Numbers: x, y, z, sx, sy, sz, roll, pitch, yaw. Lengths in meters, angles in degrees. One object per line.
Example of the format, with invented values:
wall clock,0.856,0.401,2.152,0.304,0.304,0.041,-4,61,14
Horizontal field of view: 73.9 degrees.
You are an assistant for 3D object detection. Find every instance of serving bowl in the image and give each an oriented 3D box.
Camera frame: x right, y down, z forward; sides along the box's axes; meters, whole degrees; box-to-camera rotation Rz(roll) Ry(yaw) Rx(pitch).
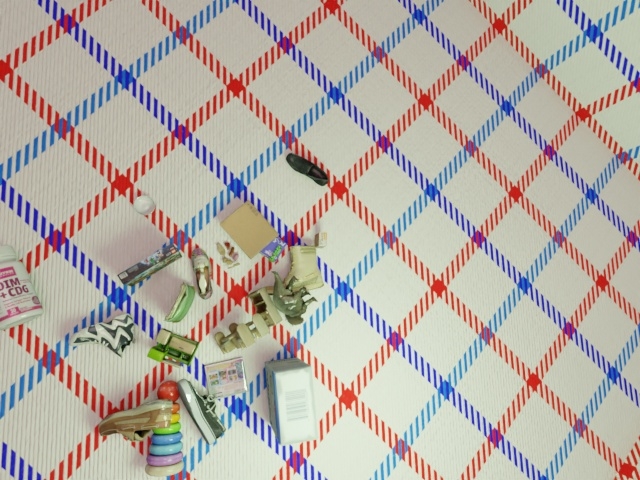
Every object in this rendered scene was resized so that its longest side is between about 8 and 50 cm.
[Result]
serving bowl,-0.734,-0.144,1.779,0.084,0.027,0.083,2,82,-12

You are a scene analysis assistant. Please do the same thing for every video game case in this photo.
video game case,-0.388,0.571,1.760,0.157,0.019,0.143,-10,84,-13

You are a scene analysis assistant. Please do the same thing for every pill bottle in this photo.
pill bottle,-1.160,0.172,1.568,0.161,0.160,0.282,-24,88,-15

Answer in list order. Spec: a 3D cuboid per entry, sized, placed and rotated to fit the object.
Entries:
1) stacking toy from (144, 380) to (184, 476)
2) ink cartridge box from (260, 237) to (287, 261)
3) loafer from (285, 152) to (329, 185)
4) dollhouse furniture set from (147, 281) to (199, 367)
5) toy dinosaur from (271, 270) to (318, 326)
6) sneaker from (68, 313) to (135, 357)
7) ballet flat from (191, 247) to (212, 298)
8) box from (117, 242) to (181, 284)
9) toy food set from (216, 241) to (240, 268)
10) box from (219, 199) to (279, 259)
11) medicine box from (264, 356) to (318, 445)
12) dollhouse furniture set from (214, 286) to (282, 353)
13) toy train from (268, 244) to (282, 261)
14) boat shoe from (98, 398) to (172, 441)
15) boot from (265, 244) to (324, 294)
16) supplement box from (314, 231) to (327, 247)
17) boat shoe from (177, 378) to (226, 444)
stacking toy,-0.590,0.714,1.641,0.141,0.141,0.330,3,78,-12
ink cartridge box,-0.260,0.001,1.856,0.207,0.046,0.097,32,78,-7
loafer,-0.055,-0.329,1.932,0.223,0.078,0.076,34,76,-6
dollhouse furniture set,-0.526,0.332,1.670,0.151,0.197,0.301,24,78,-7
toy dinosaur,-0.119,0.246,1.728,0.160,0.121,0.313,-44,135,-7
sneaker,-0.831,0.396,1.645,0.235,0.094,0.153,-20,78,-25
ballet flat,-0.491,0.136,1.767,0.077,0.079,0.221,-9,84,-13
box,-0.671,0.099,1.690,0.233,0.159,0.044,-33,88,-15
toy food set,-0.393,0.060,1.833,0.078,0.019,0.122,-20,79,-15
box,-0.303,-0.047,1.817,0.164,0.021,0.201,-42,94,-13
medicine box,-0.122,0.617,1.674,0.149,0.289,0.263,-4,83,-15
dollhouse furniture set,-0.301,0.321,1.723,0.242,0.212,0.160,-30,91,-41
toy train,-0.193,0.057,1.832,0.024,0.017,0.083,37,78,-16
boat shoe,-0.686,0.681,1.566,0.325,0.123,0.116,-24,66,18
boot,-0.126,0.127,1.843,0.262,0.095,0.203,-9,85,-16
supplement box,0.000,0.000,1.887,0.036,0.098,0.062,3,81,-12
boat shoe,-0.456,0.651,1.661,0.105,0.113,0.306,-32,107,-32
